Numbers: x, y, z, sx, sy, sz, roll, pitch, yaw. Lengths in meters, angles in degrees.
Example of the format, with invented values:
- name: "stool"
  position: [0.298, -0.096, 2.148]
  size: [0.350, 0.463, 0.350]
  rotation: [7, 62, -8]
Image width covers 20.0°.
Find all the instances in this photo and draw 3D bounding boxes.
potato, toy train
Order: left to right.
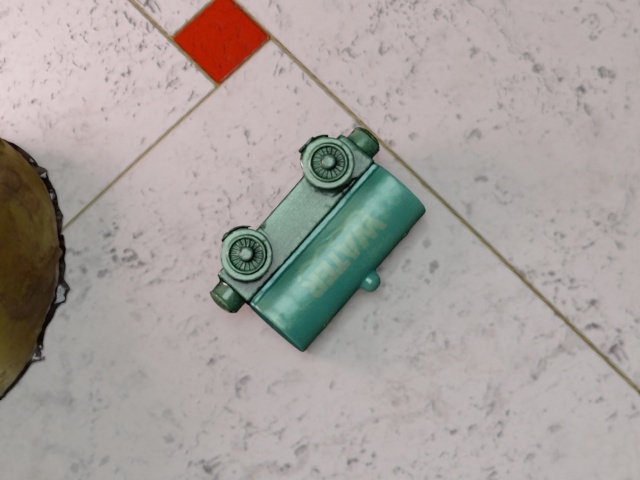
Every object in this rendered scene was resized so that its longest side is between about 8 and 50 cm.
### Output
- name: "potato"
  position: [-0.454, 0.037, 1.893]
  size: [0.290, 0.296, 0.397]
  rotation: [42, 84, 15]
- name: "toy train"
  position: [0.000, 0.000, 1.948]
  size: [0.159, 0.101, 0.248]
  rotation: [40, 83, 3]
